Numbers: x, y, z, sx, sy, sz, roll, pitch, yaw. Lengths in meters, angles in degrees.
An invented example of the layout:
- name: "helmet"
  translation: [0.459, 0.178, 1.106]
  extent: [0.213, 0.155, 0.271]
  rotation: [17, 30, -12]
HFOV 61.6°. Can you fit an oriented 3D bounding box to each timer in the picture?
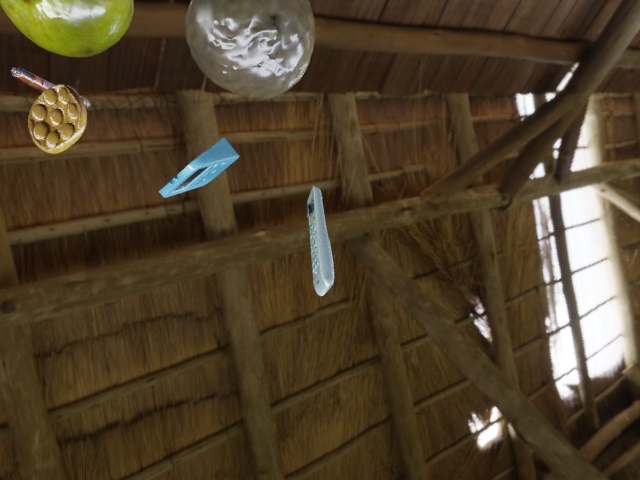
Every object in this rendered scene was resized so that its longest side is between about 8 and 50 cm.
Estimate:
- name: "timer"
  translation: [-0.432, -0.243, 1.902]
  extent: [0.091, 0.232, 0.250]
  rotation: [53, -144, -10]

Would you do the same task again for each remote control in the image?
- name: "remote control"
  translation: [-0.001, 0.000, 1.470]
  extent: [0.051, 0.103, 0.293]
  rotation: [-2, -112, -13]

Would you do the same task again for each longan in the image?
- name: "longan"
  translation: [-0.208, -0.620, 1.620]
  extent: [0.391, 0.391, 0.391]
  rotation: [15, -141, -13]

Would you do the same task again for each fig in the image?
- name: "fig"
  translation: [-0.518, -0.522, 1.145]
  extent: [0.258, 0.258, 0.326]
  rotation: [25, -167, 1]

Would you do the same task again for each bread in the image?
- name: "bread"
  translation: [-0.403, -0.187, 0.822]
  extent: [0.110, 0.110, 0.024]
  rotation: [39, -173, 17]

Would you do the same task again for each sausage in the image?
- name: "sausage"
  translation: [-0.553, -0.312, 1.109]
  extent: [0.025, 0.028, 0.198]
  rotation: [15, 179, 22]
